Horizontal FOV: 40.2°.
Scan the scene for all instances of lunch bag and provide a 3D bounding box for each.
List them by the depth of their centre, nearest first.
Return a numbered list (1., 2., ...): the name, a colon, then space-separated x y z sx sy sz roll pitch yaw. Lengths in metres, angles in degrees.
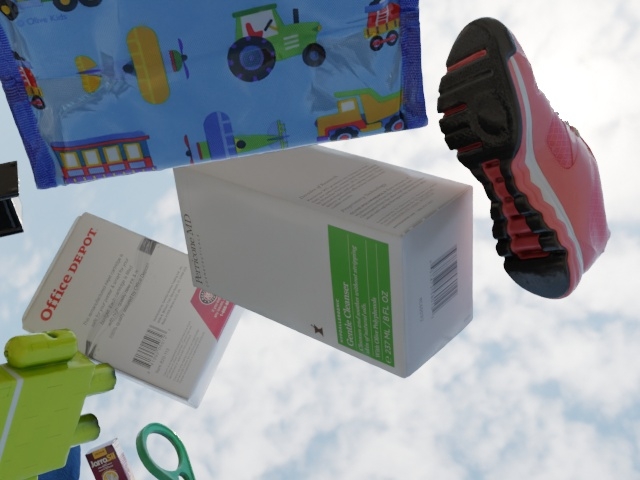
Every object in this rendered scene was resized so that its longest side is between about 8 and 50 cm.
1. lunch bag: -0.073 -0.184 0.550 0.221 0.138 0.293 -9 -138 -3

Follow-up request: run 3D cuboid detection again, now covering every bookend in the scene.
1. bookend: -0.462 -0.010 1.169 0.156 0.157 0.072 -13 -136 -10

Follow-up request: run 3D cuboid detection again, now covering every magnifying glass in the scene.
1. magnifying glass: -0.217 0.394 1.410 0.026 0.231 0.092 -38 172 23

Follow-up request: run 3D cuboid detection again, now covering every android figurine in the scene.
1. android figurine: -0.392 0.232 1.131 0.056 0.273 0.248 31 -70 31

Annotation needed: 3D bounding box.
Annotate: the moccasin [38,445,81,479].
1. moccasin: -0.528 0.488 1.542 0.117 0.138 0.342 0 -111 44

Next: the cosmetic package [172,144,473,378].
1. cosmetic package: 0.000 0.000 1.094 0.365 0.197 0.155 17 -144 37

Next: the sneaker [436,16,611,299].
1. sneaker: 0.232 -0.098 0.965 0.136 0.314 0.116 -29 -166 -33

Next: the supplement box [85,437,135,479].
1. supplement box: -0.369 0.399 1.538 0.055 0.083 0.043 -23 -177 1

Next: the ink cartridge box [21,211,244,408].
1. ink cartridge box: -0.280 0.108 1.361 0.283 0.117 0.207 22 -107 6
